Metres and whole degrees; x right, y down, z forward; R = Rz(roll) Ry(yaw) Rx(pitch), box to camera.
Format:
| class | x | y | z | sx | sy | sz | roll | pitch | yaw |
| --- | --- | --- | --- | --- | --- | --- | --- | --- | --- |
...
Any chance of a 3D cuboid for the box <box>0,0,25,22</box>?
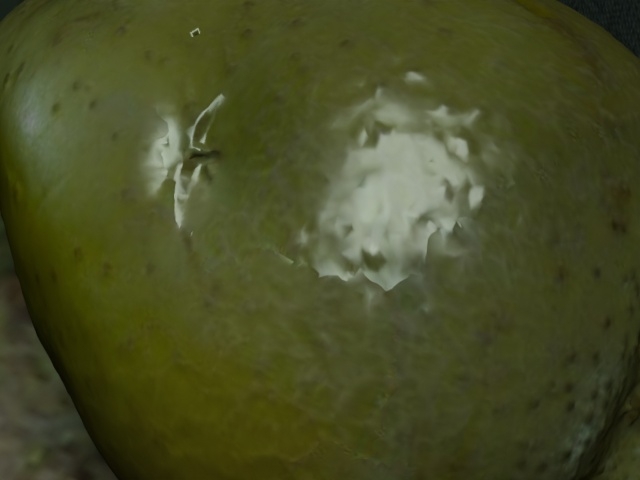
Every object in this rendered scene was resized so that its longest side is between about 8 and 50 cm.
| class | x | y | z | sx | sy | sz | roll | pitch | yaw |
| --- | --- | --- | --- | --- | --- | --- | --- | --- | --- |
| box | -0.225 | -0.085 | 0.460 | 0.312 | 0.175 | 0.182 | 26 | 42 | 15 |

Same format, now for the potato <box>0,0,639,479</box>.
| class | x | y | z | sx | sy | sz | roll | pitch | yaw |
| --- | --- | --- | --- | --- | --- | --- | --- | --- | --- |
| potato | 0.000 | 0.000 | 0.438 | 0.194 | 0.157 | 0.157 | 30 | 51 | 34 |

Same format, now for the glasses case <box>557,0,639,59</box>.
| class | x | y | z | sx | sy | sz | roll | pitch | yaw |
| --- | --- | --- | --- | --- | --- | --- | --- | --- | --- |
| glasses case | 0.073 | -0.127 | 0.553 | 0.074 | 0.131 | 0.323 | -14 | 53 | -23 |
